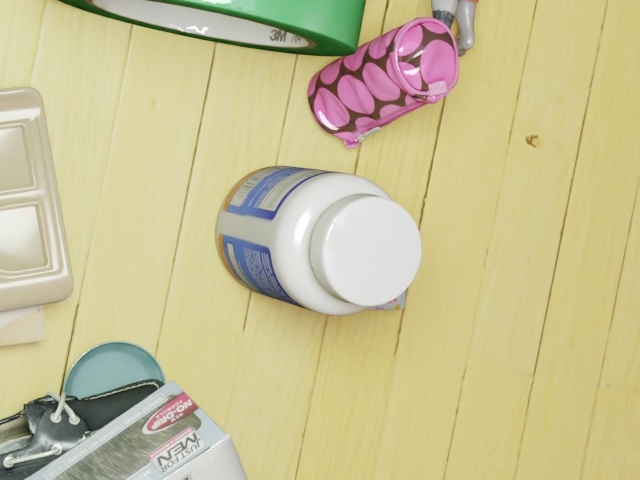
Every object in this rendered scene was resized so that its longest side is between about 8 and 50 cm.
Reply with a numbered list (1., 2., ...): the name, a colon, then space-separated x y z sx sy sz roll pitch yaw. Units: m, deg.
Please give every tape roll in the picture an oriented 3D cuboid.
1. tape roll: -0.114 -0.255 1.580 0.321 0.321 0.077 11 91 -25

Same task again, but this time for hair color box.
1. hair color box: -0.152 0.343 1.655 0.185 0.113 0.374 -34 135 -18

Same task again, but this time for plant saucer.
1. plant saucer: -0.230 0.169 1.735 0.119 0.021 0.119 -3 97 -24

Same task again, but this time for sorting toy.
1. sorting toy: -0.423 -0.027 1.609 0.307 0.041 0.229 -9 88 -14

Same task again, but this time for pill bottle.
1. pill bottle: 0.000 0.000 1.684 0.152 0.272 0.152 -3 97 -24

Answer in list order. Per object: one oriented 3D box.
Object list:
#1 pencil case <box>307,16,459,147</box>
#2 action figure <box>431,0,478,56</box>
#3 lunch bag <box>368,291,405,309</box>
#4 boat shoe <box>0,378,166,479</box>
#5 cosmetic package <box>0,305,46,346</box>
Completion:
1. pencil case: 0.071 -0.173 1.734 0.095 0.209 0.098 -4 81 -27
2. action figure: 0.205 -0.375 1.798 0.341 0.178 0.330 24 95 -22
3. lunch bag: 0.064 0.037 1.838 0.071 0.053 0.083 -1 105 -22
4. boat shoe: -0.293 0.213 1.644 0.302 0.114 0.091 -27 111 -11
5. cosmetic package: -0.353 0.084 1.661 0.115 0.041 0.060 -8 97 -23
